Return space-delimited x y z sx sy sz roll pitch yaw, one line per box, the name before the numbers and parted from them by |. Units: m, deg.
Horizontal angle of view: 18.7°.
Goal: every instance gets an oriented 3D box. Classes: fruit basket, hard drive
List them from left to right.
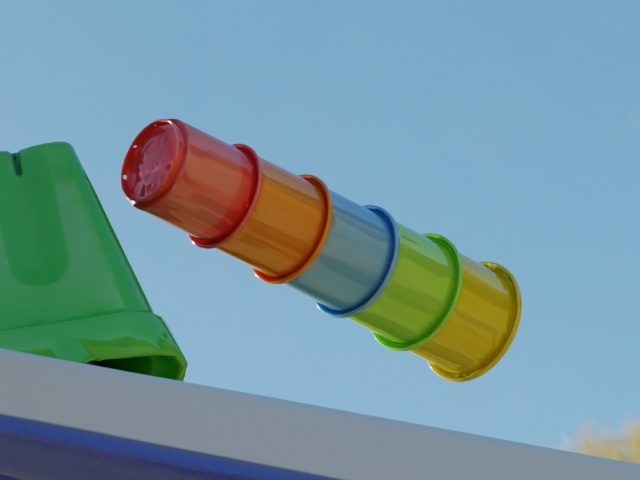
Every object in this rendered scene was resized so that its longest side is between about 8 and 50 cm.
fruit basket | -0.195 0.164 1.223 0.283 0.392 0.392 -8 -38 -13
hard drive | -0.005 0.115 0.667 0.319 0.040 0.210 9 -31 16

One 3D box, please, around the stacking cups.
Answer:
stacking cups | 0.000 0.000 1.332 0.316 0.096 0.096 28 -63 -35
